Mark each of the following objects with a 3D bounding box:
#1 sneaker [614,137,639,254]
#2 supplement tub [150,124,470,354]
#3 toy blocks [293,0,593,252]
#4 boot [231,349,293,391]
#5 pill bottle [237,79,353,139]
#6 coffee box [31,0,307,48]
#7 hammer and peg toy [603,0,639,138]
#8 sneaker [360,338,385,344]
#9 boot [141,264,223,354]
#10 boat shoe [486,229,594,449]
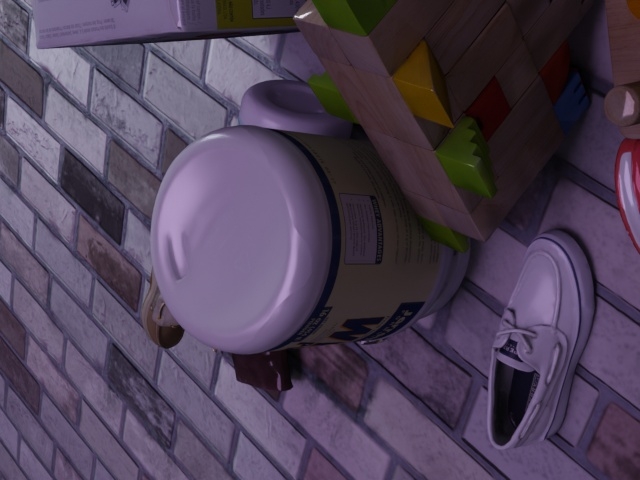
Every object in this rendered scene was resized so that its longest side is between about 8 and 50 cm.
[{"bbox_3d":[0.365,-0.006,0.980,0.128,0.087,0.221,-13,104,43],"label":"sneaker"},{"bbox_3d":[0.000,0.000,1.176,0.235,0.325,0.235,-1,89,39],"label":"supplement tub"},{"bbox_3d":[0.148,-0.191,1.000,0.190,0.261,0.381,26,160,43],"label":"toy blocks"},{"bbox_3d":[-0.138,0.114,1.595,0.248,0.090,0.207,8,106,45],"label":"boot"},{"bbox_3d":[-0.050,-0.067,1.389,0.146,0.146,0.264,38,129,37],"label":"pill bottle"},{"bbox_3d":[-0.125,-0.406,1.219,0.337,0.334,0.338,9,107,50],"label":"coffee box"},{"bbox_3d":[0.388,-0.223,0.831,0.361,0.127,0.266,-1,101,47],"label":"hammer and peg toy"},{"bbox_3d":[0.077,0.108,1.391,0.083,0.031,0.035,-50,50,41],"label":"sneaker"},{"bbox_3d":[-0.179,0.117,1.541,0.165,0.077,0.213,39,136,24],"label":"boot"},{"bbox_3d":[0.234,0.117,1.156,0.095,0.084,0.258,21,117,45],"label":"boat shoe"}]
